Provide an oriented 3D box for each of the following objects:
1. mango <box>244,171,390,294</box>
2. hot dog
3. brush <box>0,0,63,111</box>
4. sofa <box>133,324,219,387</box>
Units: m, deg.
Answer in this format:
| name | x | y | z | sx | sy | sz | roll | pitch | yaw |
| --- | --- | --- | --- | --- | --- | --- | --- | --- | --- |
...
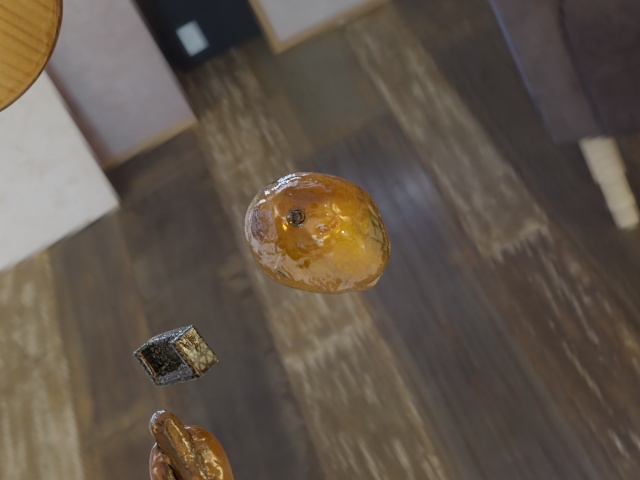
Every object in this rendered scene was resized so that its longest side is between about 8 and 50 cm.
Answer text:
| name | x | y | z | sx | sy | sz | roll | pitch | yaw |
| --- | --- | --- | --- | --- | --- | --- | --- | --- | --- |
| mango | -0.004 | -0.001 | 1.858 | 0.187 | 0.359 | 0.144 | 20 | 83 | 2 |
| hot dog | -0.143 | 0.253 | 1.626 | 0.090 | 0.140 | 0.060 | -15 | -13 | -17 |
| brush | -0.316 | -0.202 | 1.043 | 0.174 | 0.267 | 0.166 | -53 | 33 | 3 |
| sofa | -0.180 | 0.144 | 1.820 | 0.039 | 0.060 | 0.118 | -39 | 12 | -34 |
